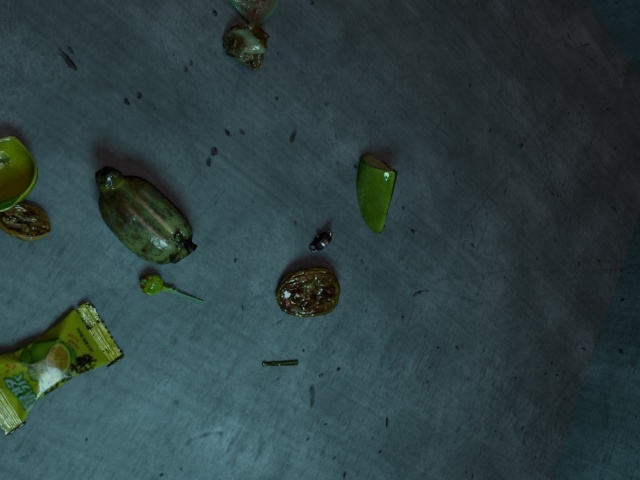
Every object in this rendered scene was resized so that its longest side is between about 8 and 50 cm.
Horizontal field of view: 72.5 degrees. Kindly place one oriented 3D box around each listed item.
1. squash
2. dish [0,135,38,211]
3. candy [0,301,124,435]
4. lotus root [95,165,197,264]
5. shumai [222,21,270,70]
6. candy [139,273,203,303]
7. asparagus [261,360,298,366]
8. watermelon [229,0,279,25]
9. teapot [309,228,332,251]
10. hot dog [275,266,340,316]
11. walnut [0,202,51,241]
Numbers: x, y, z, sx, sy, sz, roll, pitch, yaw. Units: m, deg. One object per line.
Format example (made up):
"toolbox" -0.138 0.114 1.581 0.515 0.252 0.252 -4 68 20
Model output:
"squash" 0.175 -0.164 1.586 0.093 0.169 0.252 -7 125 -26
"dish" -0.751 -0.141 1.036 0.148 0.080 0.208 12 69 -14
"candy" -0.667 0.307 1.080 0.297 0.081 0.187 -34 105 -36
"lotus root" -0.467 -0.068 1.159 0.173 0.173 0.309 -47 110 -22
"shumai" -0.219 -0.606 1.331 0.145 0.116 0.146 0 90 -28
"candy" -0.418 0.147 1.240 0.194 0.062 0.058 29 77 -35
"asparagus" -0.129 0.396 1.401 0.127 0.018 0.015 5 51 -29
"watermelon" -0.193 -0.740 1.382 0.155 0.080 0.101 -39 116 -40
"teapot" 0.000 0.000 1.460 0.100 0.068 0.045 -40 106 12
"hot dog" -0.032 0.166 1.419 0.226 0.099 0.161 -12 93 -26
"walnut" -0.727 -0.039 1.070 0.121 0.052 0.091 29 49 -19
